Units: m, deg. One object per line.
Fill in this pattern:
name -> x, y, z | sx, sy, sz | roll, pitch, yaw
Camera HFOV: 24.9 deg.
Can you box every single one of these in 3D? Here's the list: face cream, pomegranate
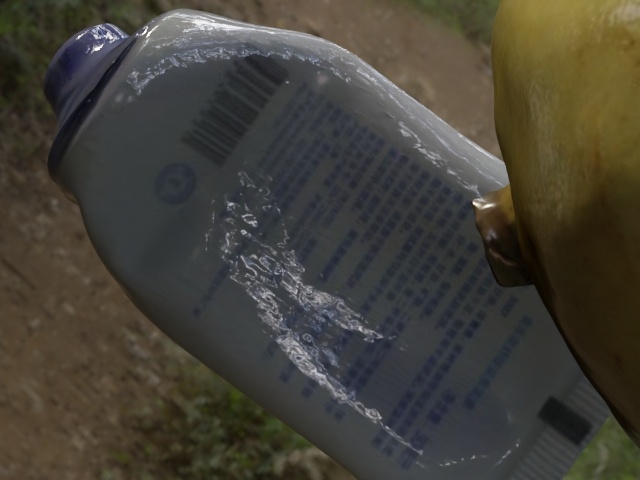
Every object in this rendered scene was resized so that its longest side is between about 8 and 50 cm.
face cream -> 0.000, 0.000, 0.925 | 0.420, 0.234, 0.137 | 36, 3, 10
pomegranate -> 0.224, -0.030, 0.613 | 0.332, 0.332, 0.332 | 43, 11, -11
